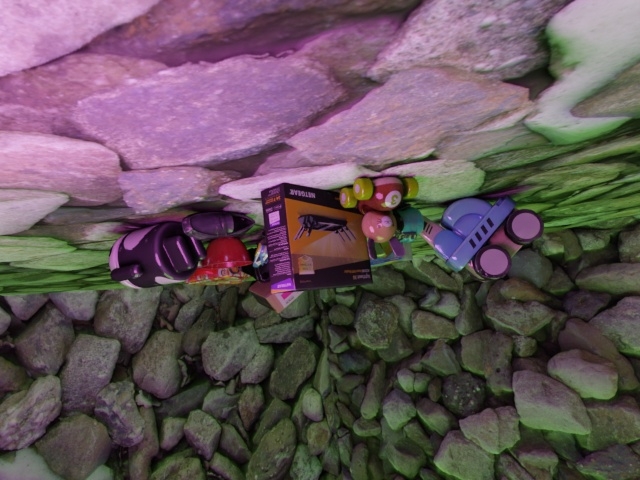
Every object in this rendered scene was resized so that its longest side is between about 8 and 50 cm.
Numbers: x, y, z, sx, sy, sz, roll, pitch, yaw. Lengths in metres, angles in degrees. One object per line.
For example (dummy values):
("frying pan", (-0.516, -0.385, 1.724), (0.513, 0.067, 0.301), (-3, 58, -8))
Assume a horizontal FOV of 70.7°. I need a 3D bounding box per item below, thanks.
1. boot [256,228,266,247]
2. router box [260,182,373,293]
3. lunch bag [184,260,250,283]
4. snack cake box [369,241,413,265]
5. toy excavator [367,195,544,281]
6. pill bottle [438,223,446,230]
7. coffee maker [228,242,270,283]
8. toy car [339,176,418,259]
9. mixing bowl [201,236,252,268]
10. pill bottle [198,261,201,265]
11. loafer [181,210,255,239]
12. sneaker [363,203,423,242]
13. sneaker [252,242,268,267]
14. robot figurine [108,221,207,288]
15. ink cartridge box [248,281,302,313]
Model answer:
("boot", (-0.155, -0.010, 1.568), (0.247, 0.083, 0.161), (-10, 159, 29))
("router box", (0.000, 0.000, 1.120), (0.081, 0.242, 0.309), (-14, 170, 39))
("lunch bag", (-0.499, 0.150, 2.136), (0.293, 0.120, 0.258), (-11, 171, 26))
("snack cake box", (0.230, 0.025, 1.806), (0.089, 0.152, 0.265), (1, 168, -44))
("toy excavator", (0.411, -0.025, 1.490), (0.433, 0.445, 0.222), (-50, 165, 3))
("pill bottle", (0.582, -0.004, 1.875), (0.161, 0.160, 0.283), (-13, 171, 33))
("coffee maker", (-0.245, 0.103, 1.749), (0.171, 0.120, 0.178), (-41, -156, -16))
("toy car", (0.150, -0.049, 1.092), (0.155, 0.188, 0.149), (-4, 171, -23))
("mixing bowl", (-0.337, 0.042, 1.612), (0.182, 0.098, 0.181), (-7, 173, -1))
("pill bottle", (-0.500, 0.051, 1.546), (0.170, 0.094, 0.094), (-6, 172, -6))
("loafer", (-0.263, -0.045, 1.183), (0.078, 0.076, 0.223), (-18, 172, 31))
("sneaker", (0.221, -0.057, 1.331), (0.179, 0.123, 0.295), (-7, 172, -4))
("sneaker", (-0.204, 0.061, 1.586), (0.059, 0.053, 0.144), (12, 153, -12))
("robot figurine", (-0.458, 0.040, 1.260), (0.279, 0.173, 0.209), (-11, 160, 27))
("ink cartridge box", (-0.138, 0.161, 1.754), (0.235, 0.088, 0.193), (-40, -157, -20))
